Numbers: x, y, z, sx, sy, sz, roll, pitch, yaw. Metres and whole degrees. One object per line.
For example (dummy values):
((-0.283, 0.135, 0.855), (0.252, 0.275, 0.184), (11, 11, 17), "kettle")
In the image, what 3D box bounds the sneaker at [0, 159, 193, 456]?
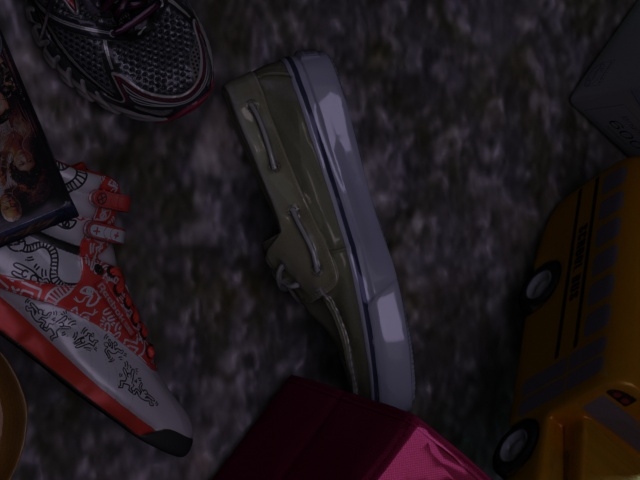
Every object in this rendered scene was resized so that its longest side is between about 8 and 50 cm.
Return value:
((-0.169, 0.037, 1.252), (0.270, 0.090, 0.145), (40, 79, -13), "sneaker")

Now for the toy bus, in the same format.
((0.233, 0.091, 1.315), (0.108, 0.130, 0.332), (38, 40, -20), "toy bus")

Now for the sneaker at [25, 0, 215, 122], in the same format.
((-0.183, -0.217, 1.236), (0.121, 0.112, 0.299), (-39, 103, -16), "sneaker")

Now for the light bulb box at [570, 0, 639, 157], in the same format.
((0.469, -0.103, 1.347), (0.358, 0.361, 0.225), (39, 77, -16), "light bulb box")

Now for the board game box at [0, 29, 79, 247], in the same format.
((-0.317, -0.048, 1.174), (0.243, 0.042, 0.165), (-23, 80, -8), "board game box")

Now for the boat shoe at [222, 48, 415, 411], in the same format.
((0.000, 0.000, 1.321), (0.094, 0.109, 0.302), (-16, 87, -5), "boat shoe")

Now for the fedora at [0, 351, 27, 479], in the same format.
((-0.306, 0.143, 1.206), (0.194, 0.079, 0.194), (0, 90, -21), "fedora")

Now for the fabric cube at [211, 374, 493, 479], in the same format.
((0.029, 0.288, 1.237), (0.254, 0.259, 0.258), (43, 77, -17), "fabric cube")
